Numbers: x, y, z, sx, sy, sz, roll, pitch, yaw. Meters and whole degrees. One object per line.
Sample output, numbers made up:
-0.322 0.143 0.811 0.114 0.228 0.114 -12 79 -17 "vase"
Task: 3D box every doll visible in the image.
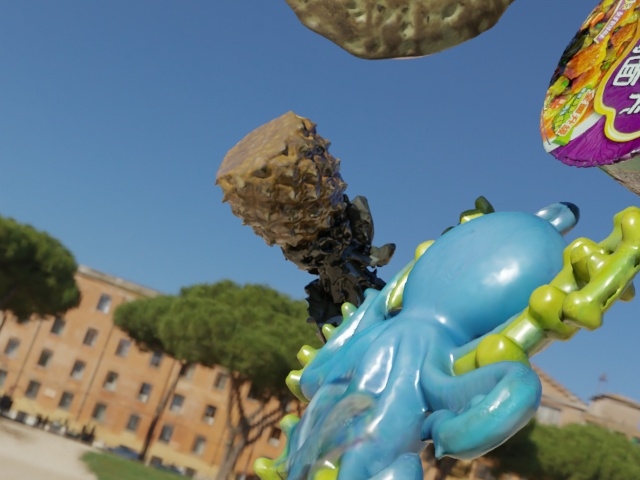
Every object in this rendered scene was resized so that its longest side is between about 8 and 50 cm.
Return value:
0.088 0.086 0.682 0.099 0.341 0.346 46 -18 -12 "doll"

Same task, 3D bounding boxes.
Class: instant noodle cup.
0.321 -0.102 0.717 0.190 0.251 0.251 37 -21 -21 "instant noodle cup"

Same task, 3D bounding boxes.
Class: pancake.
0.063 -0.244 0.725 0.235 0.212 0.029 -4 8 -3 "pancake"

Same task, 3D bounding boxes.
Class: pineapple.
0.000 0.000 0.893 0.119 0.111 0.237 -27 -61 16 "pineapple"

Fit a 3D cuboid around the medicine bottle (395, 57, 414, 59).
0.084 -0.336 1.032 0.152 0.152 0.254 9 -46 31 "medicine bottle"
